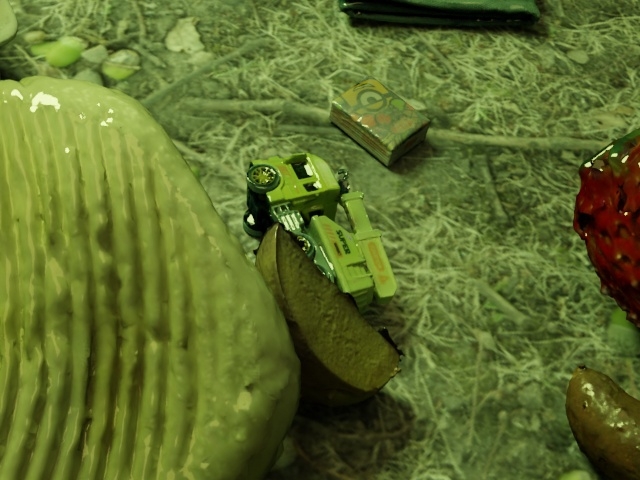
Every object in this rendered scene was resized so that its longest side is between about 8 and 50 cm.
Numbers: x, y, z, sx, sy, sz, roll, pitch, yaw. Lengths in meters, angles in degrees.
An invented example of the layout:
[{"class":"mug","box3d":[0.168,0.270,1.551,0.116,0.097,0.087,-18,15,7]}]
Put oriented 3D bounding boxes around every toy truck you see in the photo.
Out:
[{"class":"toy truck","box3d":[0.000,0.000,1.038,0.100,0.077,0.169,-14,55,-18]}]

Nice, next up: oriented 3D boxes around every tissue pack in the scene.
[{"class":"tissue pack","box3d":[0.058,-0.119,1.169,0.083,0.035,0.063,39,55,19]}]

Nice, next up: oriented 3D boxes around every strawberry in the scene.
[{"class":"strawberry","box3d":[0.371,0.010,1.016,0.238,0.250,0.288,-29,88,-36]}]

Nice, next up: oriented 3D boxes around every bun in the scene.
[{"class":"bun","box3d":[-0.194,0.073,0.836,0.352,0.227,0.349,5,77,-13]}]

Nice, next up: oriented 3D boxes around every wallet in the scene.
[{"class":"wallet","box3d":[0.113,-0.384,1.367,0.237,0.075,0.342,2,52,-14]}]

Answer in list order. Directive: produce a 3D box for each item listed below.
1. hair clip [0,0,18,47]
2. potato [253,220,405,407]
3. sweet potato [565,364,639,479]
[{"class":"hair clip","box3d":[-0.388,-0.219,1.105,0.282,0.113,0.172,42,56,21]},{"class":"potato","box3d":[-0.024,0.079,0.933,0.172,0.100,0.089,49,47,-31]},{"class":"sweet potato","box3d":[0.356,0.199,0.947,0.341,0.092,0.114,19,35,3]}]
